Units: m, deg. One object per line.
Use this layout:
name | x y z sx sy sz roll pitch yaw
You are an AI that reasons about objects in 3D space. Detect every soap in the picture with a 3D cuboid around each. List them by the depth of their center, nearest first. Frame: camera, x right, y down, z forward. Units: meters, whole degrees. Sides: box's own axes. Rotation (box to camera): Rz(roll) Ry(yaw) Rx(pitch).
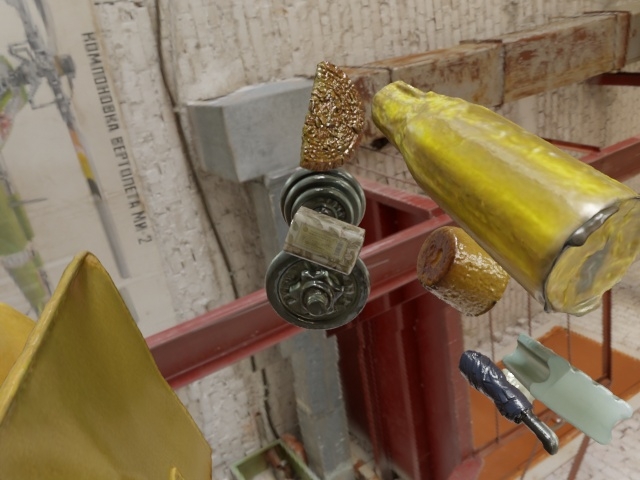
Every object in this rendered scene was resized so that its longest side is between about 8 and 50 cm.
soap | 0.339 0.203 0.832 0.119 0.066 0.198 34 3 5

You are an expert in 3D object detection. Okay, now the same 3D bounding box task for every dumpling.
dumpling | 0.497 0.387 1.476 0.169 0.100 0.133 40 35 -65

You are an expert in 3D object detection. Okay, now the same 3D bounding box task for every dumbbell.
dumbbell | 0.000 0.000 1.075 0.406 0.179 0.179 -86 174 -59

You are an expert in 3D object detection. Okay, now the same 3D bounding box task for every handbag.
handbag | -0.160 0.215 0.360 0.401 0.133 0.282 -109 174 -63

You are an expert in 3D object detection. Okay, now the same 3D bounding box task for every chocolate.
chocolate | 0.206 -0.102 0.764 0.445 0.162 0.162 -127 -150 -44

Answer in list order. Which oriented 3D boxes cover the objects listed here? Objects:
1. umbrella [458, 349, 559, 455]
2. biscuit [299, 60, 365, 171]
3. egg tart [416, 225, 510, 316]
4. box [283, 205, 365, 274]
umbrella | 0.356 0.296 1.099 0.248 0.071 0.070 41 -38 49
biscuit | 0.028 -0.219 1.075 0.025 0.126 0.206 -3 -104 62
egg tart | 0.315 0.062 1.317 0.202 0.147 0.202 -49 -150 42
box | 0.006 0.000 0.768 0.098 0.045 0.062 23 -71 3
